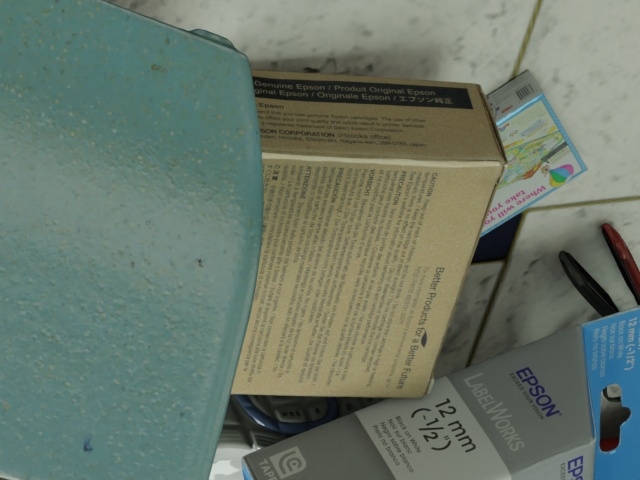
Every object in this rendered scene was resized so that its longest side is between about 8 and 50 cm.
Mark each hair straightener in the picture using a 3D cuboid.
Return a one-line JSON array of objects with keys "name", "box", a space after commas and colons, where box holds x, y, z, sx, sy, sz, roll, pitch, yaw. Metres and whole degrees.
[{"name": "hair straightener", "box": [0.237, 0.072, 1.566, 0.089, 0.047, 0.230, -31, 144, 5]}]

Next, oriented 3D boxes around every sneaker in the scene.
[{"name": "sneaker", "box": [-0.079, 0.149, 1.442, 0.297, 0.111, 0.129, -15, 155, -10]}]

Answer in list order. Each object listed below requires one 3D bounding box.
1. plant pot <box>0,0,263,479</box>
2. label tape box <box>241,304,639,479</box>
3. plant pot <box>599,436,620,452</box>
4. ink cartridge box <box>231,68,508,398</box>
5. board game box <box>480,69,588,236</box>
[{"name": "plant pot", "box": [-0.157, -0.016, 1.061, 0.248, 0.247, 0.252, 20, 92, -13]}, {"name": "label tape box", "box": [0.127, 0.214, 1.432, 0.348, 0.115, 0.249, -19, 136, -13]}, {"name": "plant pot", "box": [0.270, 0.258, 1.664, 0.174, 0.191, 0.191, -33, 140, -2]}, {"name": "ink cartridge box", "box": [0.000, 0.000, 1.288, 0.193, 0.088, 0.234, 2, 133, -14]}, {"name": "board game box", "box": [0.107, -0.045, 1.374, 0.154, 0.026, 0.103, -32, 140, 6]}]
